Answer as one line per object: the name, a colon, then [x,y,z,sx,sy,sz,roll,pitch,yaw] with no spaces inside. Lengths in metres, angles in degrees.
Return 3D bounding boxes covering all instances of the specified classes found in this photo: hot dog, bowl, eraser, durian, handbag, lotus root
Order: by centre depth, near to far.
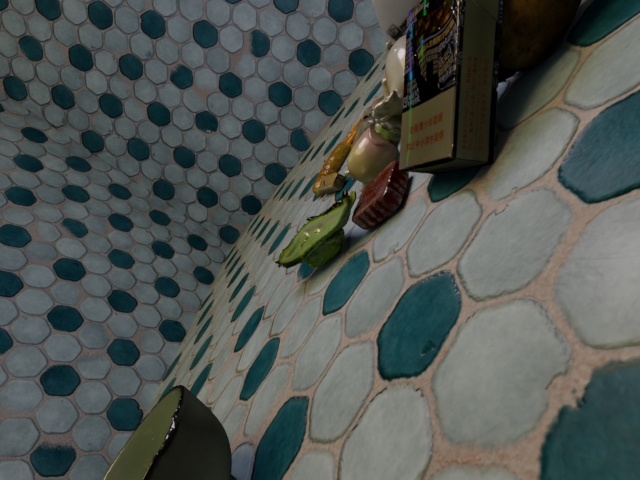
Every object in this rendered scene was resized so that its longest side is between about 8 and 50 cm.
bowl: [-0.262,0.447,0.752,0.354,0.185,0.354,-50,14,18]
lotus root: [0.361,-0.408,0.766,0.169,0.141,0.314,-101,31,-59]
durian: [-0.006,-0.004,1.129,0.375,0.106,0.132,-45,45,44]
handbag: [0.162,-0.316,1.307,0.182,0.117,0.270,-43,22,50]
eraser: [0.344,-0.760,1.587,0.331,0.331,0.150,-35,25,54]
hot dog: [0.046,-0.293,1.781,0.088,0.061,0.286,-17,39,50]

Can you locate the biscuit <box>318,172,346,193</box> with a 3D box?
biscuit: [0.038,-0.200,1.594,0.056,0.052,0.188,-69,14,-5]

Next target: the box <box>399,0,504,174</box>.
box: [0.221,-0.279,0.788,0.198,0.084,0.310,-169,81,-75]

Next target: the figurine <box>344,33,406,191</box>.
figurine: [0.165,-0.283,1.044,0.274,0.226,0.394,-28,-24,-54]

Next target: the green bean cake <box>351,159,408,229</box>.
green bean cake: [0.137,-0.098,0.999,0.135,0.056,0.136,-38,22,47]

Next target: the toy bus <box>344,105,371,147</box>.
toy bus: [0.161,-0.411,1.648,0.162,0.069,0.074,-52,14,15]
